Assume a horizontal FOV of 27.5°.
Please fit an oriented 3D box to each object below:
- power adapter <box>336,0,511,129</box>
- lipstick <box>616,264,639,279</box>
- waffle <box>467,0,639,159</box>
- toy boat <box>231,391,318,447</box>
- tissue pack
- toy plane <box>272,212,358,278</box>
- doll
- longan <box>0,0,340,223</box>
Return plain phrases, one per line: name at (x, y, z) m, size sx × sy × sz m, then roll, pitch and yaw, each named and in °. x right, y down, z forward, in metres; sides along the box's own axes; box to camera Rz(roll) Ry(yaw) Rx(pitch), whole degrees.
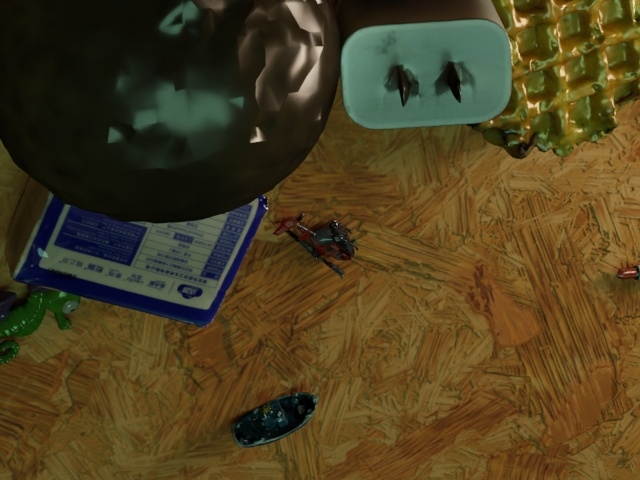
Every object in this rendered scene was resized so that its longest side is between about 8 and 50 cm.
power adapter at (0.114, -0.203, 1.464) m, size 0.187 × 0.255 × 0.124 m, roll -5°, pitch 116°, yaw 1°
lipstick at (0.510, 0.048, 2.015) m, size 0.129 × 0.030 × 0.030 m, roll -3°, pitch 123°, yaw -20°
waffle at (0.308, -0.293, 1.667) m, size 0.380 × 0.095 × 0.382 m, roll 29°, pitch 107°, yaw -30°
toy boat at (-0.065, 0.260, 1.914) m, size 0.137 × 0.060 × 0.061 m, roll -20°, pitch 149°, yaw -3°
tissue pack at (-0.229, -0.024, 1.619) m, size 0.270 × 0.137 × 0.209 m, roll 15°, pitch 116°, yaw -25°
toy plane at (0.000, 0.000, 1.782) m, size 0.060 × 0.037 × 0.145 m, roll -42°, pitch 132°, yaw 22°
doll at (-0.379, 0.099, 1.695) m, size 0.190 × 0.050 × 0.115 m, roll -32°, pitch 135°, yaw 7°
longan at (-0.167, -0.207, 1.364) m, size 0.391 × 0.391 × 0.391 m, roll -10°, pitch 125°, yaw -15°
